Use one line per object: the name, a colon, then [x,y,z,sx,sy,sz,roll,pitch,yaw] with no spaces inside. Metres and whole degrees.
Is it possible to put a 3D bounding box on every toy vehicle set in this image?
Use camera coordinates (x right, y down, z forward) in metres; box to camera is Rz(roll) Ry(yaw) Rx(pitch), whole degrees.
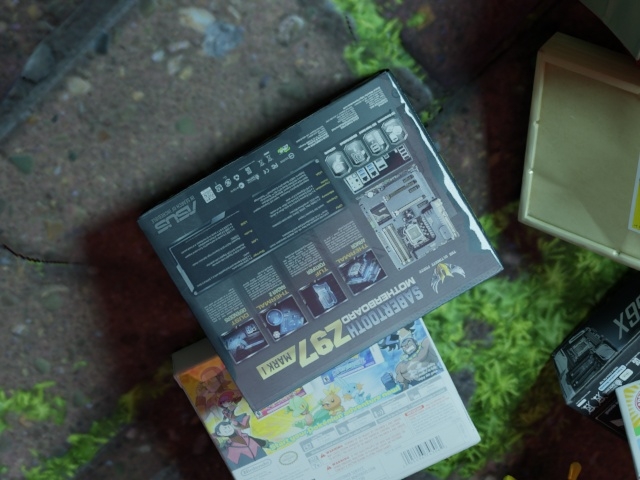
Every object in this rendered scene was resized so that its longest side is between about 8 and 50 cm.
toy vehicle set: [0.283,-0.042,1.482,0.267,0.035,0.166,23,132,24]

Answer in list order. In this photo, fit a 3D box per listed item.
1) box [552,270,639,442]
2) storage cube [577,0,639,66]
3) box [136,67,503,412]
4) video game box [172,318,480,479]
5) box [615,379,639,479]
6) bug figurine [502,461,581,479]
box: [0.388,0.074,1.618,0.242,0.076,0.307,32,115,-22]
storage cube: [0.324,-0.219,1.434,0.193,0.184,0.215,12,112,-15]
box: [0.000,0.000,1.517,0.232,0.059,0.183,-31,96,5]
video game box: [0.005,0.132,1.616,0.205,0.048,0.187,-25,118,2]
box: [0.354,0.155,1.552,0.203,0.114,0.103,-21,124,11]
bug figurine: [0.268,0.317,1.699,0.279,0.072,0.216,18,110,-10]
